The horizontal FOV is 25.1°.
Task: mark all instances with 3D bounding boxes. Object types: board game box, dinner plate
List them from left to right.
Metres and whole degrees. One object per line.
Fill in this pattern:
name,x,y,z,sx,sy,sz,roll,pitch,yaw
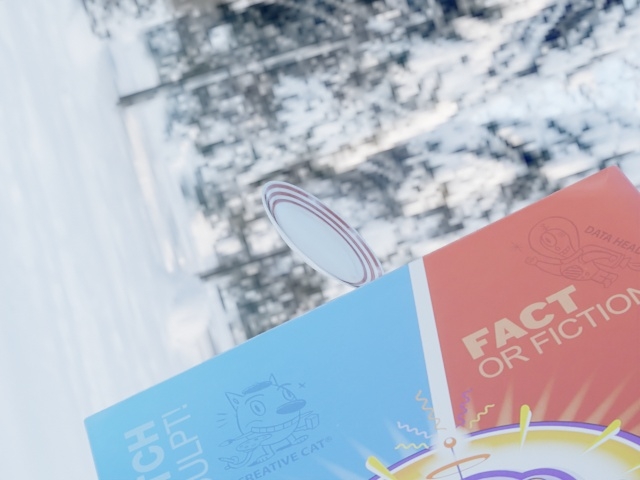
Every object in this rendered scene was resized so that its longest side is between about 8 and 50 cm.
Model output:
dinner plate,0.000,0.000,1.287,0.141,0.017,0.141,34,21,-15
board game box,0.067,0.130,0.469,0.064,0.242,0.316,66,-2,-40
